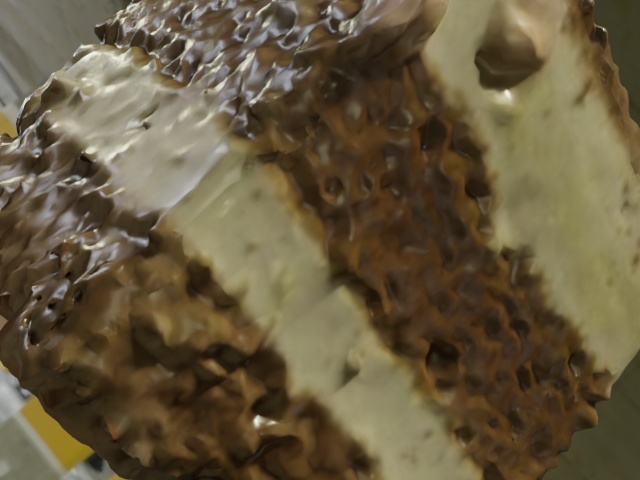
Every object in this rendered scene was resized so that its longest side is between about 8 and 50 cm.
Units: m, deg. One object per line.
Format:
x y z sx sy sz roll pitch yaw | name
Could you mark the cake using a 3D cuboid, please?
0.000 0.000 0.553 0.282 0.290 0.256 55 -10 -32 | cake
